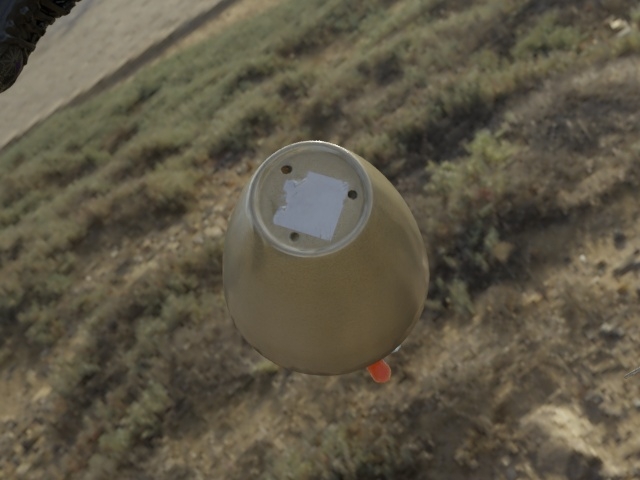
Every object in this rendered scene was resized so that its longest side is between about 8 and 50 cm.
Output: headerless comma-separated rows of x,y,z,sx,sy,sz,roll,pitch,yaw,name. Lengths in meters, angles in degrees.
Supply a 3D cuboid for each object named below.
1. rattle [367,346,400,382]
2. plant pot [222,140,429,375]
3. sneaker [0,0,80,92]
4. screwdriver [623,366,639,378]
0.030,0.097,1.592,0.130,0.143,0.199,-40,31,36,rattle
0.000,0.000,1.275,0.256,0.256,0.274,-46,-14,-11,plant pot
-0.260,-0.181,0.949,0.283,0.107,0.124,-27,65,5,sneaker
0.363,0.135,1.236,0.170,0.024,0.025,106,162,-66,screwdriver
